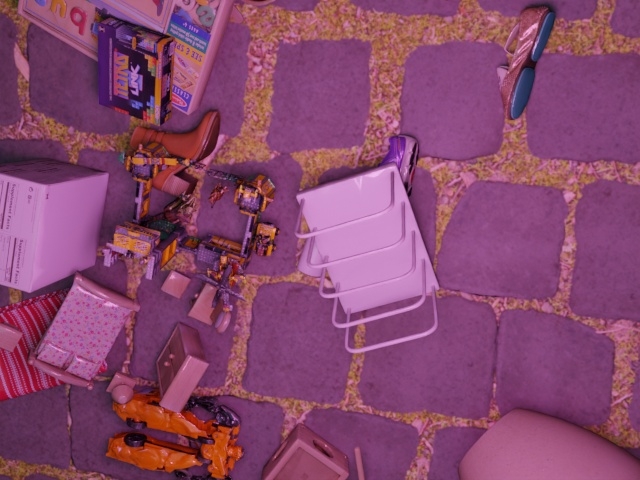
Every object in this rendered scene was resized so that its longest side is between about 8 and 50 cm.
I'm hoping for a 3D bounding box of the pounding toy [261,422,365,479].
[{"bbox_3d":[0.017,0.464,1.623,0.206,0.094,0.181,36,98,-6],"label":"pounding toy"}]

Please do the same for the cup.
[{"bbox_3d":[0.391,0.446,1.461,0.237,0.331,0.331,45,105,28],"label":"cup"}]

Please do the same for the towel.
[{"bbox_3d":[-0.609,0.224,1.726,0.275,0.031,0.199,-17,96,12],"label":"towel"}]

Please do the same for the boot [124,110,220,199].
[{"bbox_3d":[-0.293,-0.192,1.584,0.152,0.073,0.197,30,100,8],"label":"boot"}]

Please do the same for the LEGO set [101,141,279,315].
[{"bbox_3d":[-0.252,-0.030,1.490,0.331,0.192,0.255,24,115,3],"label":"LEGO set"}]

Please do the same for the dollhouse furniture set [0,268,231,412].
[{"bbox_3d":[-0.392,0.163,1.523,0.355,0.174,0.303,28,98,-23],"label":"dollhouse furniture set"}]

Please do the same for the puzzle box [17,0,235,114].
[{"bbox_3d":[-0.373,-0.448,1.511,0.409,0.052,0.272,30,129,5],"label":"puzzle box"}]

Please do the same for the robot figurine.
[{"bbox_3d":[-0.292,0.403,1.668,0.291,0.085,0.211,11,101,9],"label":"robot figurine"}]

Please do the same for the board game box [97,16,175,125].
[{"bbox_3d":[-0.349,-0.318,1.521,0.141,0.048,0.170,19,127,12],"label":"board game box"}]

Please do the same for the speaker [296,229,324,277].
[{"bbox_3d":[0.000,0.000,1.568,0.055,0.055,0.136,20,102,7],"label":"speaker"}]

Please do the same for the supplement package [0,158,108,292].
[{"bbox_3d":[-0.542,-0.038,1.553,0.145,0.262,0.204,14,102,9],"label":"supplement package"}]

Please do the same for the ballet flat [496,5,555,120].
[{"bbox_3d":[0.359,-0.322,1.457,0.067,0.073,0.206,25,101,34],"label":"ballet flat"}]

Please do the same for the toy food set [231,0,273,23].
[{"bbox_3d":[-0.122,-0.510,1.519,0.192,0.038,0.132,-38,91,13],"label":"toy food set"}]

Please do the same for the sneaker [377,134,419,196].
[{"bbox_3d":[0.137,-0.116,1.531,0.071,0.068,0.170,15,93,23],"label":"sneaker"}]

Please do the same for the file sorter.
[{"bbox_3d":[0.087,0.040,1.453,0.193,0.173,0.278,-16,118,14],"label":"file sorter"}]
